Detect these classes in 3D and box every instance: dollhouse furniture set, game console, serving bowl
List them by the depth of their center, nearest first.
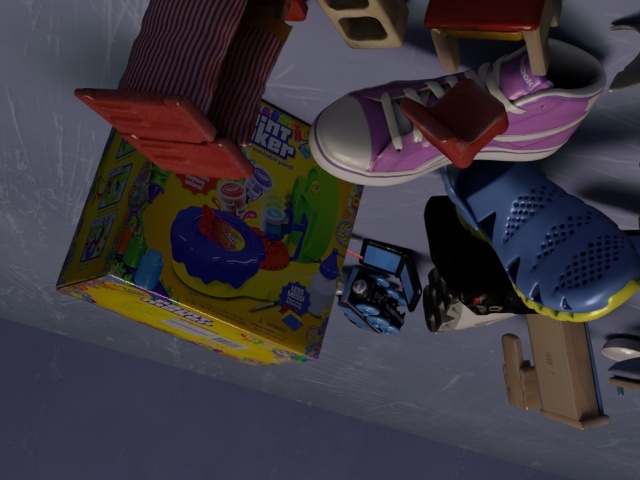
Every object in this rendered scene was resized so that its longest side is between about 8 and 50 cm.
[{"bbox_3d":[0.001,-0.168,0.943,0.374,0.201,0.152,6,159,27],"label":"dollhouse furniture set"},{"bbox_3d":[0.313,0.008,1.288,0.362,0.213,0.043,-1,123,-2],"label":"game console"},{"bbox_3d":[0.476,0.153,1.685,0.304,0.198,0.286,-10,-178,-14],"label":"dollhouse furniture set"},{"bbox_3d":[0.111,0.058,1.711,0.071,0.107,0.122,-13,162,-6],"label":"game console"},{"bbox_3d":[0.521,0.184,1.810,0.083,0.027,0.083,14,161,5],"label":"serving bowl"}]

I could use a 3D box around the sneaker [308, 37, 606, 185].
[{"bbox_3d":[0.134,-0.136,1.013,0.282,0.102,0.161,-11,165,-16],"label":"sneaker"}]

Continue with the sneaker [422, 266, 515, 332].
[{"bbox_3d":[0.252,0.045,1.526,0.146,0.122,0.330,-1,162,-8],"label":"sneaker"}]

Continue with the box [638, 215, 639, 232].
[{"bbox_3d":[0.515,-0.013,1.024,0.257,0.079,0.322,-7,179,-39],"label":"box"}]

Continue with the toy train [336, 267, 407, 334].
[{"bbox_3d":[0.082,0.108,1.862,0.105,0.080,0.184,11,162,31],"label":"toy train"}]

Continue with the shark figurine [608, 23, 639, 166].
[{"bbox_3d":[0.364,-0.100,1.000,0.166,0.116,0.278,4,160,26],"label":"shark figurine"}]

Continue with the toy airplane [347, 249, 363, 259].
[{"bbox_3d":[0.000,0.000,1.688,0.151,0.028,0.151,20,161,7],"label":"toy airplane"}]

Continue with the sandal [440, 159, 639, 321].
[{"bbox_3d":[0.222,-0.027,1.161,0.138,0.126,0.317,54,174,-38],"label":"sandal"}]

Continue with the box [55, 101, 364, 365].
[{"bbox_3d":[-0.129,-0.023,1.337,0.290,0.279,0.177,25,159,-28],"label":"box"}]
